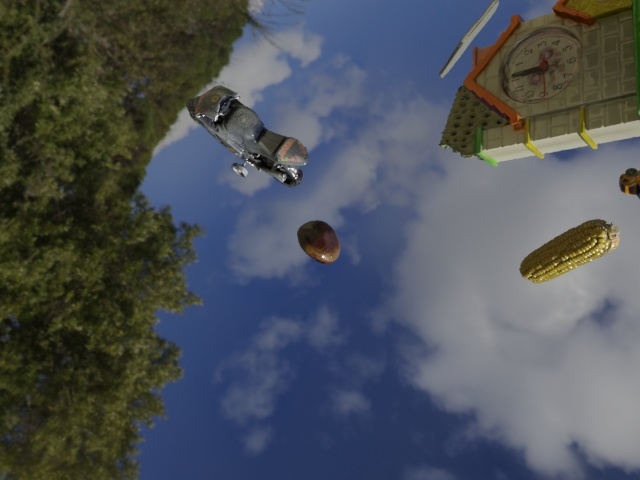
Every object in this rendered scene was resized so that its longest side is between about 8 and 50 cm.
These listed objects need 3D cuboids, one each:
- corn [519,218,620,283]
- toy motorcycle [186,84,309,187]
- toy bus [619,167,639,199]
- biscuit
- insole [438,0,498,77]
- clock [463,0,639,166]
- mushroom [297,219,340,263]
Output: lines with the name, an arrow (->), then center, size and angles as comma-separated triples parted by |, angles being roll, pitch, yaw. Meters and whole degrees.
corn -> 0.504, 0.023, 1.251 | 0.238, 0.080, 0.080 | -39, -159, 51
toy motorcycle -> -0.158, -0.221, 1.270 | 0.108, 0.307, 0.173 | -55, 175, -18
toy bus -> 0.801, -0.137, 1.448 | 0.162, 0.069, 0.074 | -12, -124, 18
biscuit -> 0.304, -0.231, 1.172 | 0.144, 0.016, 0.203 | 3, -122, 35
insole -> 0.308, -0.421, 1.276 | 0.010, 0.063, 0.192 | 39, -86, 13
clock -> 0.333, -0.234, 0.866 | 0.255, 0.106, 0.219 | -7, -108, 39
mushroom -> 0.000, 0.000, 1.468 | 0.052, 0.123, 0.123 | -47, -158, 38
